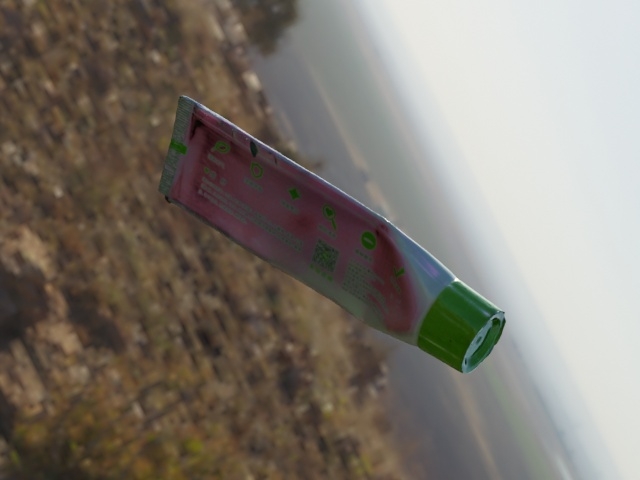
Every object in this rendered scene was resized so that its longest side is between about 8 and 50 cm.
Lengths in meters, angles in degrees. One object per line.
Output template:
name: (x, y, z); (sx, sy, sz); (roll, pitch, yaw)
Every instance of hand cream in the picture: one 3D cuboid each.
hand cream: (-0.001, 0.001, 1.127); (0.275, 0.079, 0.050); (33, 9, 23)
